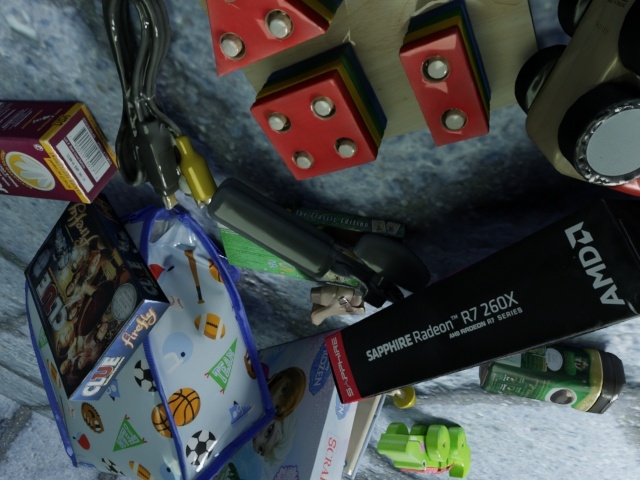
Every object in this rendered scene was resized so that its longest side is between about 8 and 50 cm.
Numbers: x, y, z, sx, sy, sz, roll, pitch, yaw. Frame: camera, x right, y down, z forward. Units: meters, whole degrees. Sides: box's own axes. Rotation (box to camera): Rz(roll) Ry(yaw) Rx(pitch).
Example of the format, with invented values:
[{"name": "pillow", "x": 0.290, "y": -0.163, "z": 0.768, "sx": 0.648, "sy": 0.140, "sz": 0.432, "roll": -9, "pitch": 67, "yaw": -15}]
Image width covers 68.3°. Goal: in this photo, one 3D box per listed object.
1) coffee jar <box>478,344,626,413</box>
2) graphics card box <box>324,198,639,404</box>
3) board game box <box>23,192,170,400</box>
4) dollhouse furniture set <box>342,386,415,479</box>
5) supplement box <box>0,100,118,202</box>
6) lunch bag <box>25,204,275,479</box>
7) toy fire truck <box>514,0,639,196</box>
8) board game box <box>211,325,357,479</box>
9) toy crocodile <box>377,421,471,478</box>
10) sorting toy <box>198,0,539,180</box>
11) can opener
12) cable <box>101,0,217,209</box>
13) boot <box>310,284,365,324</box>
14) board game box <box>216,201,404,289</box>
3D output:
[{"name": "coffee jar", "x": 0.336, "y": 0.194, "z": 0.696, "sx": 0.184, "sy": 0.079, "sz": 0.096, "roll": 10, "pitch": 138, "yaw": 13}, {"name": "graphics card box", "x": 0.200, "y": 0.080, "z": 0.518, "sx": 0.232, "sy": 0.094, "sz": 0.371, "roll": -2, "pitch": 157, "yaw": -37}, {"name": "board game box", "x": -0.307, "y": 0.061, "z": 0.625, "sx": 0.165, "sy": 0.243, "sz": 0.042, "roll": -52, "pitch": 145, "yaw": 10}, {"name": "dollhouse furniture set", "x": 0.037, "y": 0.395, "z": 0.891, "sx": 0.303, "sy": 0.287, "sz": 0.198, "roll": -12, "pitch": 133, "yaw": 48}, {"name": "supplement box", "x": -0.382, "y": -0.118, "z": 0.620, "sx": 0.188, "sy": 0.081, "sz": 0.104, "roll": 6, "pitch": 140, "yaw": 16}, {"name": "lunch bag", "x": -0.289, "y": 0.153, "z": 0.766, "sx": 0.327, "sy": 0.239, "sz": 0.386, "roll": -13, "pitch": 99, "yaw": 32}, {"name": "toy fire truck", "x": 0.289, "y": -0.110, "z": 0.281, "sx": 0.246, "sy": 0.159, "sz": 0.217, "roll": 14, "pitch": 124, "yaw": -10}, {"name": "board game box", "x": -0.077, "y": 0.330, "z": 0.836, "sx": 0.318, "sy": 0.319, "sz": 0.066, "roll": -25, "pitch": 124, "yaw": 40}, {"name": "toy crocodile", "x": 0.220, "y": 0.433, "z": 0.965, "sx": 0.115, "sy": 0.105, "sz": 0.340, "roll": -10, "pitch": 155, "yaw": 30}, {"name": "sorting toy", "x": 0.021, "y": -0.175, "z": 0.381, "sx": 0.257, "sy": 0.089, "sz": 0.255, "roll": -9, "pitch": 133, "yaw": 31}, {"name": "can opener", "x": 0.000, "y": 0.000, "z": 0.585, "sx": 0.280, "sy": 0.074, "sz": 0.093, "roll": 27, "pitch": 105, "yaw": -12}, {"name": "cable", "x": -0.194, "y": -0.153, "z": 0.547, "sx": 0.139, "sy": 0.072, "sz": 0.287, "roll": 21, "pitch": 132, "yaw": 25}, {"name": "boot", "x": 0.029, "y": 0.107, "z": 0.753, "sx": 0.086, "sy": 0.042, "sz": 0.118, "roll": 4, "pitch": 147, "yaw": 6}, {"name": "board game box", "x": -0.018, "y": 0.008, "z": 0.664, "sx": 0.259, "sy": 0.030, "sz": 0.136, "roll": 11, "pitch": 143, "yaw": 10}]
